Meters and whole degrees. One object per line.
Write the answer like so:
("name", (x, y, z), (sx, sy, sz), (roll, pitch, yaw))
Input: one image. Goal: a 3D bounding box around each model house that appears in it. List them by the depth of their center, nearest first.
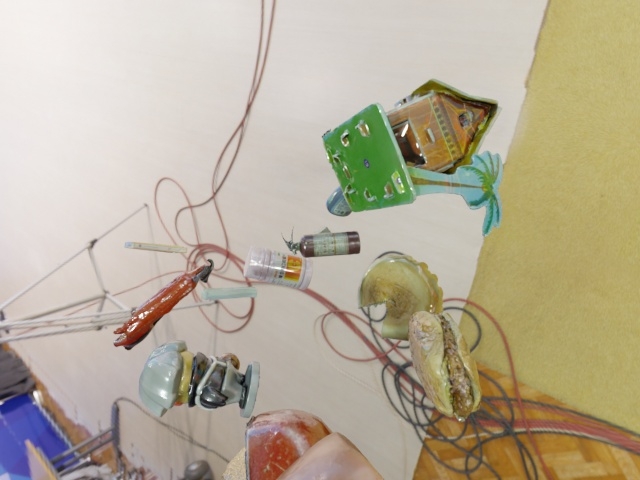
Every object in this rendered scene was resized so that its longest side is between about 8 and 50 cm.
("model house", (0.239, -0.168, 0.950), (0.341, 0.323, 0.300), (65, 163, -8))

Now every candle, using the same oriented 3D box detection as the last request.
("candle", (-0.359, 0.146, 0.965), (0.301, 0.084, 0.059), (-40, 78, 1))

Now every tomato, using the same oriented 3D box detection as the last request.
("tomato", (-0.031, 0.392, 0.712), (0.155, 0.181, 0.214), (-20, 55, 7))

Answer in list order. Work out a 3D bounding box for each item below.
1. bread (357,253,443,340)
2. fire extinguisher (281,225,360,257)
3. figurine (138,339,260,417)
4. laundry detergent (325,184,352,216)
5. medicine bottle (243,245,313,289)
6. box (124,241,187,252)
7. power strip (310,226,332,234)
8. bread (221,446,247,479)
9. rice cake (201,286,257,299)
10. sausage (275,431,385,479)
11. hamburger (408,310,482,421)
("bread", (0.297, 0.201, 1.518), (0.332, 0.160, 0.334), (-9, 77, 39))
("fire extinguisher", (0.000, 0.000, 1.239), (0.230, 0.071, 0.099), (-2, 91, -5))
("figurine", (-0.258, 0.293, 0.895), (0.176, 0.236, 0.133), (-132, 57, -72))
("laundry detergent", (0.103, -0.160, 1.260), (0.206, 0.096, 0.061), (-51, 39, 33))
("medicine bottle", (-0.163, 0.106, 1.629), (0.133, 0.249, 0.134), (-166, 90, -74))
("box", (-0.258, 0.011, 0.656), (0.046, 0.083, 0.012), (-2, 82, 49))
("power strip", (-0.001, -0.013, 1.459), (0.042, 0.075, 0.175), (54, 169, -8))
("bread", (-0.107, 0.530, 0.910), (0.114, 0.184, 0.274), (54, 159, -6))
("rice cake", (-0.293, 0.173, 1.347), (0.030, 0.180, 0.042), (38, 122, 57))
("sausage", (-0.054, 0.322, 0.382), (0.304, 0.121, 0.121), (-42, 69, -10))
("hamburger", (0.327, 0.332, 1.136), (0.144, 0.283, 0.260), (-13, 105, -4))
